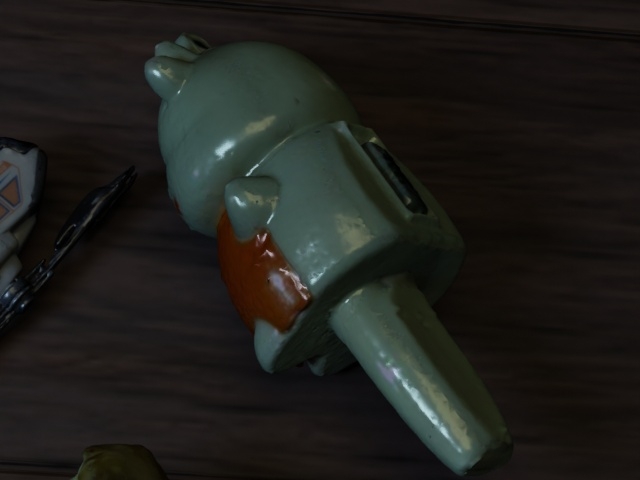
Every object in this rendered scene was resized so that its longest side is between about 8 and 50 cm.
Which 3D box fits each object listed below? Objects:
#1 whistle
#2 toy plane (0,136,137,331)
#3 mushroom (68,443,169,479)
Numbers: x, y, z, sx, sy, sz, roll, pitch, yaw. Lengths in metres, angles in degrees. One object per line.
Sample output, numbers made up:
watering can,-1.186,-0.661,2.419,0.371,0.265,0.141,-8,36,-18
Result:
whistle,0.002,-0.001,0.751,0.102,0.105,0.253,-19,59,-34
toy plane,-0.169,0.017,0.755,0.078,0.053,0.197,36,61,3
mushroom,-0.205,0.151,0.663,0.333,0.087,0.107,-8,59,-5
